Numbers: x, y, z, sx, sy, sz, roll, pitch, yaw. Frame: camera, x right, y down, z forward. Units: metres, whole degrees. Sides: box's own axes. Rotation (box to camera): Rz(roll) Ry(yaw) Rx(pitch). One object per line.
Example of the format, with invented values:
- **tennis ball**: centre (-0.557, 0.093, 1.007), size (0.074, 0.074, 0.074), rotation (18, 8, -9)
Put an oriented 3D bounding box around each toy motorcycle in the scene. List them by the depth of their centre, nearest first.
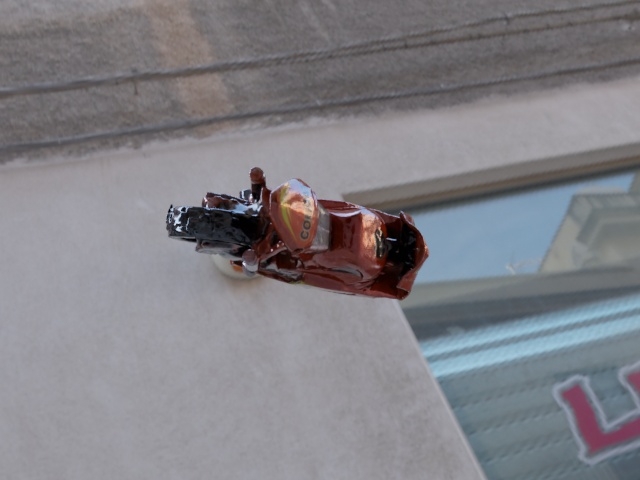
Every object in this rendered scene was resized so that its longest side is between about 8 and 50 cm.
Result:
- **toy motorcycle**: centre (-0.002, 0.001, 0.818), size (0.171, 0.089, 0.298), rotation (2, -9, 38)
